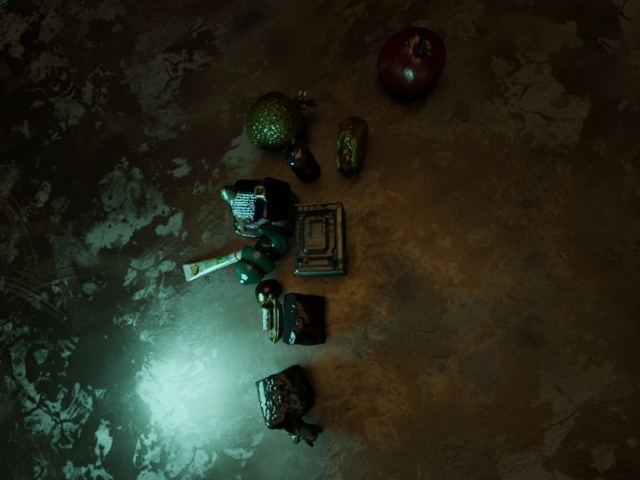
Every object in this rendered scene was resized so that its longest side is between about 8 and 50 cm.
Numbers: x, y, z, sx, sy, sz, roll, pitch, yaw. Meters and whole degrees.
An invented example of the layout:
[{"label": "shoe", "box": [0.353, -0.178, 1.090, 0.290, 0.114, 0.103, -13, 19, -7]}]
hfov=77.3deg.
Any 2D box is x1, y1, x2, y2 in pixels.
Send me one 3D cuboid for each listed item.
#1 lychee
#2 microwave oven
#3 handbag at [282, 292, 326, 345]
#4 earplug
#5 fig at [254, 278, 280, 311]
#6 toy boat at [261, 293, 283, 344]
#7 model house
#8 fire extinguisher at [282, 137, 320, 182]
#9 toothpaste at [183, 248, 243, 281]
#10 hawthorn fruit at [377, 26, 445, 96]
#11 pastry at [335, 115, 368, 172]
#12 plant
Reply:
[{"label": "lychee", "box": [-0.189, -0.542, 1.809, 0.320, 0.270, 0.270, -34, 72, 41]}, {"label": "microwave oven", "box": [0.000, 0.000, 1.711, 0.238, 0.181, 0.295, -2, 79, 7]}, {"label": "handbag", "box": [-0.062, 0.327, 1.667, 0.169, 0.155, 0.215, 6, 79, -31]}, {"label": "earplug", "box": [-0.254, 0.070, 1.703, 0.164, 0.257, 0.280, 34, 79, -11]}, {"label": "fig", "box": [-0.233, 0.243, 1.747, 0.109, 0.103, 0.154, 11, 109, -1]}, {"label": "toy boat", "box": [-0.206, 0.336, 1.694, 0.088, 0.068, 0.226, -8, 113, -29]}, {"label": "model house", "box": [-0.270, -0.156, 1.739, 0.298, 0.284, 0.243, 3, 75, 10]}, {"label": "fire extinguisher", "box": [-0.088, -0.335, 1.708, 0.114, 0.337, 0.135, 8, 82, 13]}, {"label": "toothpaste", "box": [-0.484, 0.103, 1.838, 0.314, 0.056, 0.058, -19, 37, 8]}, {"label": "hawthorn fruit", "box": [0.395, -0.776, 1.712, 0.285, 0.369, 0.284, 0, 96, -1]}, {"label": "pastry", "box": [0.139, -0.416, 1.742, 0.132, 0.235, 0.240, 4, 95, 6]}, {"label": "plant", "box": [-0.116, 0.668, 1.586, 0.213, 0.215, 0.312, -21, 80, 1]}]
